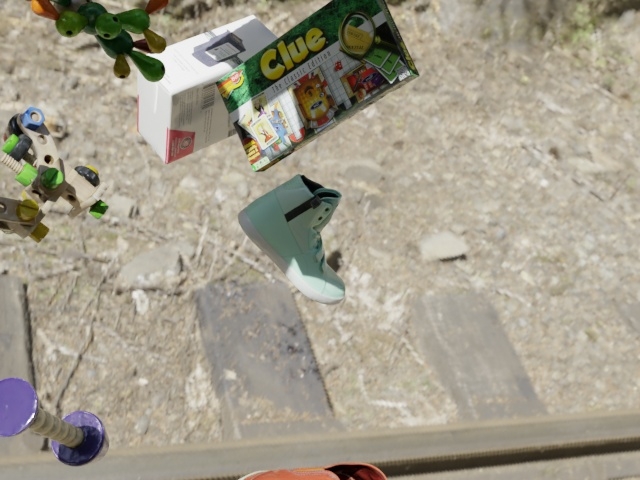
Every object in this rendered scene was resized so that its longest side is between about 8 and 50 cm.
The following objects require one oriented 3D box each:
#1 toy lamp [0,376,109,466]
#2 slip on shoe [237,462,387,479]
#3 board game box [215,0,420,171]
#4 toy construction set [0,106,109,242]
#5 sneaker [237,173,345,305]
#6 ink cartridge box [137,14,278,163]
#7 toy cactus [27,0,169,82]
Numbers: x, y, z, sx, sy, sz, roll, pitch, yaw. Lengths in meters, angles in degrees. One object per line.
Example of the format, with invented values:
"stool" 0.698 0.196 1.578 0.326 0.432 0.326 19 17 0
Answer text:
"toy lamp" -0.343 0.244 1.144 0.080 0.275 0.080 -2 68 5
"slip on shoe" -0.016 0.356 1.196 0.331 0.101 0.123 11 50 -54
"board game box" -0.011 -0.203 1.107 0.030 0.259 0.136 -9 73 -57
"toy construction set" -0.544 -0.061 1.639 0.237 0.309 0.257 40 27 -27
"sneaker" 0.000 0.000 1.456 0.256 0.151 0.094 44 16 -34
"ink cartridge box" -0.185 -0.257 1.495 0.237 0.172 0.100 -29 64 -30
"toy cactus" -0.273 -0.273 1.028 0.219 0.112 0.180 28 1 -37
